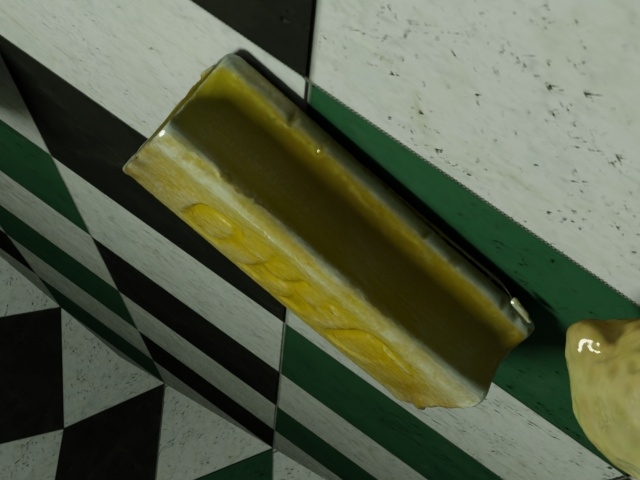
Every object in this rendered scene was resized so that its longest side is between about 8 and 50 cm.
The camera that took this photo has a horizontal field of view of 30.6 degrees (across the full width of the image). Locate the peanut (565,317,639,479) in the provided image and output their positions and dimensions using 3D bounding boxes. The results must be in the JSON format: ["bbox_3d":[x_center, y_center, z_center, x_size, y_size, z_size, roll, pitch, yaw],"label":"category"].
[{"bbox_3d":[0.231,0.108,0.585,0.263,0.101,0.117,27,143,36],"label":"peanut"}]

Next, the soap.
[{"bbox_3d":[0.000,0.000,0.814,0.274,0.089,0.173,41,166,-10],"label":"soap"}]
